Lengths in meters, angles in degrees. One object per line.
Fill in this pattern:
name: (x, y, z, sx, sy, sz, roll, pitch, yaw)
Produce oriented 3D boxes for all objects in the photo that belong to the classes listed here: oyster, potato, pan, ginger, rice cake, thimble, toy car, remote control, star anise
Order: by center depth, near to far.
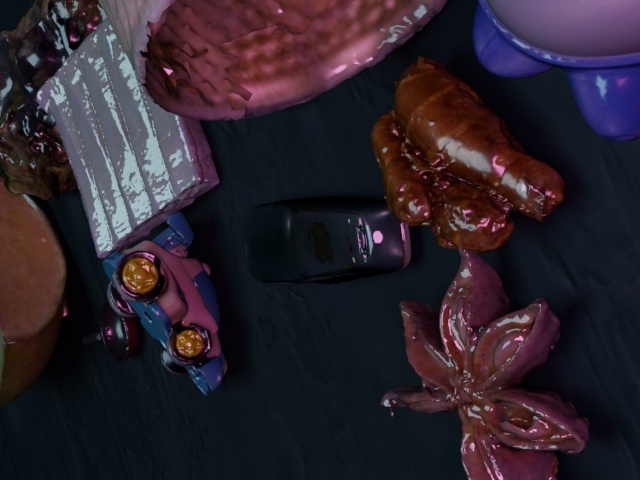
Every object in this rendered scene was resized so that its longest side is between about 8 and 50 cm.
thimble: (-0.035, -0.210, 0.982, 0.150, 0.271, 0.271, 62, 145, 20)
ginger: (0.085, -0.048, 0.998, 0.103, 0.073, 0.162, -53, 50, 14)
star anise: (0.121, 0.093, 1.025, 0.208, 0.063, 0.171, 42, 129, 49)
remote control: (0.000, 0.000, 1.201, 0.222, 0.042, 0.072, -4, 94, 58)
toy car: (-0.129, 0.059, 1.404, 0.161, 0.098, 0.126, 48, 166, 2)
rice cake: (-0.187, -0.107, 1.424, 0.189, 0.037, 0.198, -36, 73, 34)
oyster: (-0.301, -0.185, 1.590, 0.361, 0.096, 0.221, -45, 54, 51)
pan: (-0.227, 0.100, 1.614, 0.115, 0.023, 0.068, -17, 86, 56)
potato: (-0.384, 0.082, 1.785, 0.269, 0.112, 0.255, 63, 149, 30)

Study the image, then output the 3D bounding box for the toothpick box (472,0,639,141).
toothpick box: (0.151, -0.230, 0.697, 0.263, 0.263, 0.354, -22, 82, 58)
